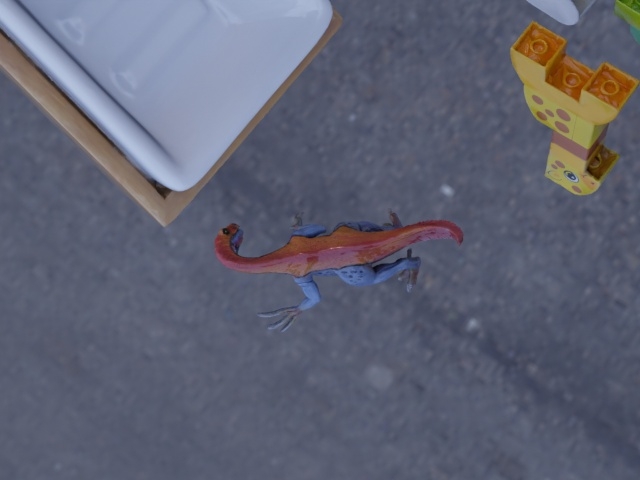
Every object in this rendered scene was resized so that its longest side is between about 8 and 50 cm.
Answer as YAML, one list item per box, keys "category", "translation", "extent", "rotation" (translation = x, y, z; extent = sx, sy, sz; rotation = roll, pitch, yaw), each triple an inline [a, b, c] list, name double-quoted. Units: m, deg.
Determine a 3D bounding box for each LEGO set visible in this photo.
- category: "LEGO set"
  translation: [0.155, -0.056, 0.840]
  extent: [0.227, 0.087, 0.093]
  rotation: [35, 159, 17]

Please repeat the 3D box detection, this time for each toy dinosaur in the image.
- category: "toy dinosaur"
  translation: [0.000, 0.000, 0.758]
  extent: [0.090, 0.082, 0.047]
  rotation: [-43, 53, 50]

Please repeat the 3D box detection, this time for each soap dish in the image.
- category: "soap dish"
  translation: [-0.154, -0.187, 1.340]
  extent: [0.291, 0.229, 0.118]
  rotation: [46, 157, -19]
